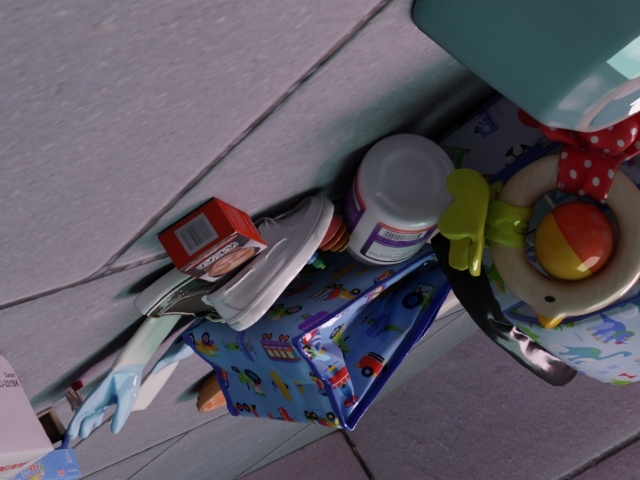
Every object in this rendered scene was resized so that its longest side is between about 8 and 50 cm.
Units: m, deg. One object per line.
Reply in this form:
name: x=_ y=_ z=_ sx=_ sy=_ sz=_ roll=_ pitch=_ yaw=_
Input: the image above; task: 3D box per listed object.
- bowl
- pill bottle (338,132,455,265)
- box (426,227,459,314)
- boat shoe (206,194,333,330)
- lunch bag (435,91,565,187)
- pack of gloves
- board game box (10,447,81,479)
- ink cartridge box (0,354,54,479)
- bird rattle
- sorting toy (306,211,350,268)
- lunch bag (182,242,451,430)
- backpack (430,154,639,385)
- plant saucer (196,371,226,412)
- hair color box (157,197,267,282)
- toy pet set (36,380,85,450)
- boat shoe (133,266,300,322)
bowl: x=0.251 y=-0.206 z=1.321 sx=0.311 sy=0.163 sz=0.311 roll=-32 pitch=169 yaw=-7
pill bottle: x=0.078 y=-0.036 z=1.745 sx=0.108 sy=0.108 sz=0.193 roll=-29 pitch=169 yaw=-17
box: x=0.146 y=0.077 z=2.451 sx=0.275 sy=0.113 sz=0.094 roll=-35 pitch=170 yaw=23
boat shoe: x=-0.056 y=0.011 z=1.682 sx=0.184 sy=0.063 sz=0.066 roll=-51 pitch=-160 yaw=-19
lunch bag: x=0.262 y=-0.123 z=1.871 sx=0.243 sy=0.115 sz=0.303 roll=-36 pitch=170 yaw=9
pack of gloves: x=-0.200 y=0.164 z=1.923 sx=0.232 sy=0.046 sz=0.195 roll=-51 pitch=162 yaw=26
board game box: x=-0.391 y=0.281 z=1.711 sx=0.211 sy=0.039 sz=0.160 roll=-26 pitch=166 yaw=24
ink cartridge box: x=-0.421 y=0.228 z=1.515 sx=0.273 sy=0.114 sz=0.197 roll=-35 pitch=169 yaw=9
bird rattle: x=0.248 y=-0.029 z=1.605 sx=0.253 sy=0.207 sz=0.143 roll=-32 pitch=174 yaw=2
sorting toy: x=0.000 y=0.000 z=1.751 sx=0.061 sy=0.042 sz=0.102 roll=-56 pitch=-160 yaw=-14
lunch bag: x=0.021 y=0.076 z=1.887 sx=0.221 sy=0.138 sz=0.293 roll=-1 pitch=-144 yaw=50
backpack: x=0.354 y=0.023 z=1.738 sx=0.355 sy=0.273 sz=0.290 roll=-37 pitch=139 yaw=15
plant saucer: x=-0.114 y=0.207 z=2.503 sx=0.200 sy=0.037 sz=0.200 roll=-30 pitch=170 yaw=-6
hair color box: x=-0.106 y=0.001 z=1.573 sx=0.072 sy=0.043 sz=0.141 roll=-34 pitch=170 yaw=6
toy pet set: x=-0.338 y=0.240 z=1.944 sx=0.122 sy=0.065 sz=0.114 roll=-27 pitch=168 yaw=-24
boat shoe: x=-0.105 y=0.049 z=1.716 sx=0.219 sy=0.070 sz=0.078 roll=-22 pitch=165 yaw=-44
